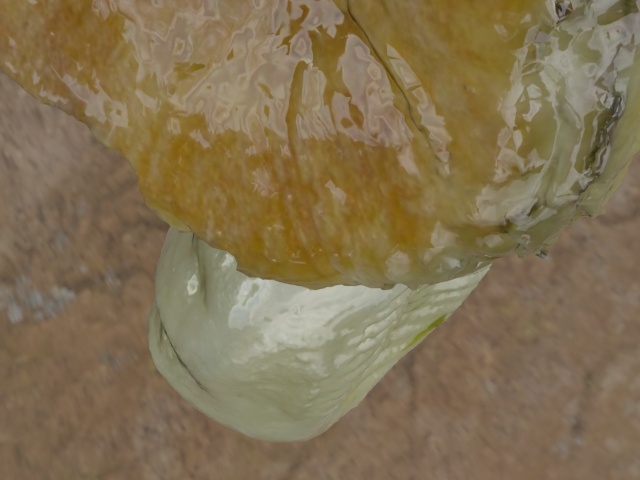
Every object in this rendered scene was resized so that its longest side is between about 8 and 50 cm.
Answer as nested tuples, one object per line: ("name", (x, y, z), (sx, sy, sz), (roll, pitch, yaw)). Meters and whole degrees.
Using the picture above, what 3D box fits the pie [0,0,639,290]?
("pie", (-0.021, -0.132, 0.657), (0.083, 0.339, 0.339), (-42, 119, -43))

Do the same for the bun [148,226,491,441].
("bun", (0.000, 0.000, 1.087), (0.160, 0.259, 0.259), (41, 92, 10))
